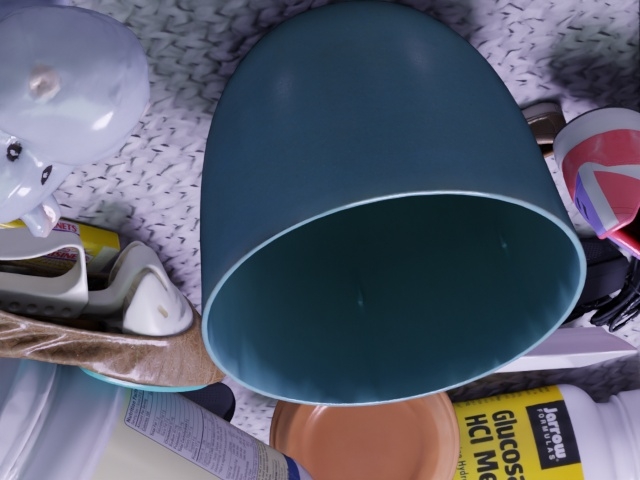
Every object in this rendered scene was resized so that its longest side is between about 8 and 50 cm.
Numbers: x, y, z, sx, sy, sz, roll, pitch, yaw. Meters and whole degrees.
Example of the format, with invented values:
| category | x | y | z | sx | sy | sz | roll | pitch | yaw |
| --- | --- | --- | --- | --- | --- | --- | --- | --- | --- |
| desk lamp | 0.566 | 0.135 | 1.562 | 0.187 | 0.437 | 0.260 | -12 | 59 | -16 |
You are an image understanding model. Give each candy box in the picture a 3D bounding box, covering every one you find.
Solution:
| category | x | y | z | sx | sy | sz | roll | pitch | yaw |
| --- | --- | --- | --- | --- | --- | --- | --- | --- | --- |
| candy box | -0.292 | 0.007 | 1.497 | 0.206 | 0.027 | 0.105 | 15 | 136 | -34 |

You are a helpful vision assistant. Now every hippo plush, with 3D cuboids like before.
| category | x | y | z | sx | sy | sz | roll | pitch | yaw |
| --- | --- | --- | --- | --- | --- | --- | --- | --- | --- |
| hippo plush | -0.234 | -0.141 | 1.109 | 0.294 | 0.237 | 0.234 | -27 | 143 | 22 |

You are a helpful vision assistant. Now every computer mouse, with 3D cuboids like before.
| category | x | y | z | sx | sy | sz | roll | pitch | yaw |
| --- | --- | --- | --- | --- | --- | --- | --- | --- | --- |
| computer mouse | 0.228 | 0.046 | 1.658 | 0.272 | 0.072 | 0.188 | 3 | 145 | -20 |

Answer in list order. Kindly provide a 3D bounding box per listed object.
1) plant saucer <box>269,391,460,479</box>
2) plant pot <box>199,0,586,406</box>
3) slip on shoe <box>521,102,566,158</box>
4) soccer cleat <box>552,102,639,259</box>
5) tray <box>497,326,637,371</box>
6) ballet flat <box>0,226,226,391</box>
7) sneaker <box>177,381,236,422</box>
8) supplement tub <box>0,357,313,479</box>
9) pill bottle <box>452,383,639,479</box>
| category | x | y | z | sx | sy | sz | roll | pitch | yaw |
| --- | --- | --- | --- | --- | --- | --- | --- | --- | --- |
| plant saucer | 0.045 | 0.210 | 1.751 | 0.200 | 0.200 | 0.037 | -13 | -178 | 3 |
| plant pot | 0.039 | -0.044 | 1.328 | 0.293 | 0.235 | 0.293 | -7 | 146 | -5 |
| slip on shoe | 0.153 | -0.076 | 1.487 | 0.135 | 0.041 | 0.051 | -20 | 145 | 14 |
| soccer cleat | 0.322 | -0.009 | 1.464 | 0.318 | 0.116 | 0.108 | 24 | 134 | -39 |
| tray | 0.214 | 0.111 | 1.698 | 0.145 | 0.030 | 0.270 | -4 | 173 | -4 |
| ballet flat | -0.215 | 0.050 | 1.484 | 0.342 | 0.116 | 0.124 | 13 | 120 | -26 |
| sneaker | -0.199 | 0.167 | 1.712 | 0.223 | 0.083 | 0.098 | -9 | 141 | -2 |
| supplement tub | -0.190 | 0.247 | 1.592 | 0.325 | 0.235 | 0.235 | 32 | 131 | -19 |
| pill bottle | 0.212 | 0.262 | 1.868 | 0.334 | 0.188 | 0.188 | -11 | 146 | -1 |
